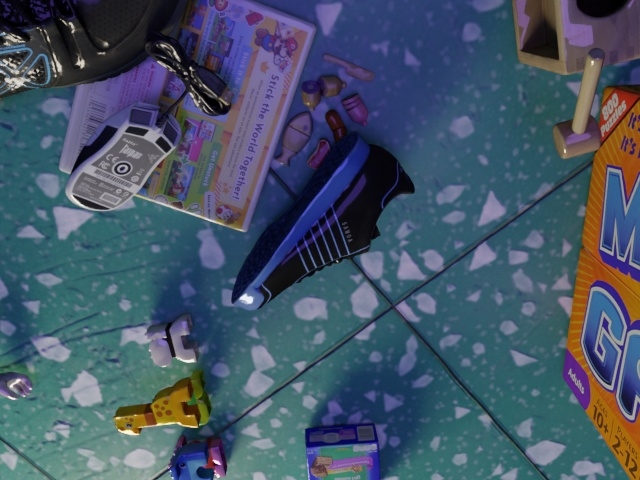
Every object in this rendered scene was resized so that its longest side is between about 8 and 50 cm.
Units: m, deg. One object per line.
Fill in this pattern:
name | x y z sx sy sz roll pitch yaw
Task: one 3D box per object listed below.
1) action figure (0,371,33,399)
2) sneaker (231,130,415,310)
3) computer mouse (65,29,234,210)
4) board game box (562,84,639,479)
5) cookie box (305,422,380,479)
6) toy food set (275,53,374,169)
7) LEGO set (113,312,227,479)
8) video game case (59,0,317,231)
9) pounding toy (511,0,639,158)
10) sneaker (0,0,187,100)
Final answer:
action figure | -0.523 0.152 0.676 0.276 0.248 0.370 45 107 12
sneaker | 0.000 0.000 0.648 0.090 0.081 0.232 33 111 -20
computer mouse | -0.176 -0.104 0.588 0.193 0.042 0.106 -40 144 17
board game box | 0.469 0.065 0.528 0.356 0.356 0.356 -1 111 0
cookie box | 0.029 0.290 0.781 0.091 0.040 0.107 -4 112 0
toy food set | 0.008 -0.123 0.633 0.078 0.019 0.122 20 110 -8
LEGO set | -0.182 0.210 0.725 0.093 0.087 0.227 -8 110 2
video game case | -0.137 -0.142 0.622 0.206 0.026 0.227 19 109 -7
pounding toy | 0.239 -0.179 0.526 0.094 0.181 0.206 -12 111 4
sneaker | -0.268 -0.179 0.526 0.340 0.140 0.125 -22 100 13
